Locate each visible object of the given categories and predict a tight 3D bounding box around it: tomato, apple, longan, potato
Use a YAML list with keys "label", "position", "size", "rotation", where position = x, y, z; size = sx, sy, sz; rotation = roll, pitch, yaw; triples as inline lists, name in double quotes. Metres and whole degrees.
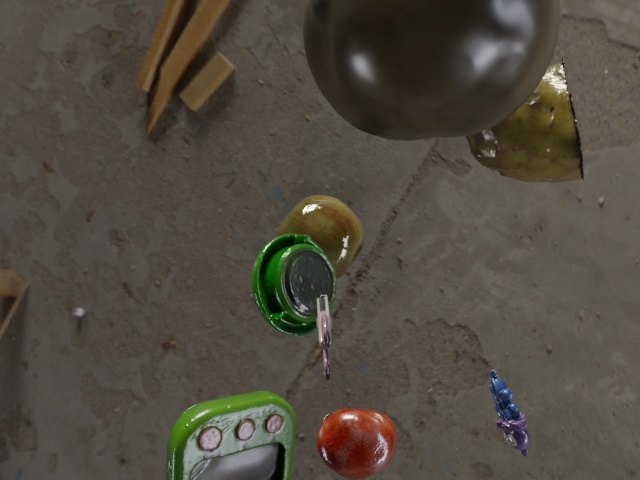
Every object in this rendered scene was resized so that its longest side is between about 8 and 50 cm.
- label: "tomato"
  position: [0.086, 0.467, 1.470]
  size: [0.187, 0.187, 0.151]
  rotation: [-23, 41, 19]
- label: "apple"
  position: [0.000, 0.000, 1.863]
  size: [0.233, 0.257, 0.257]
  rotation: [32, 98, 5]
- label: "longan"
  position: [0.138, -0.293, 0.881]
  size: [0.360, 0.361, 0.361]
  rotation: [-2, 85, 22]
- label: "potato"
  position: [0.460, -0.249, 1.460]
  size: [0.237, 0.289, 0.301]
  rotation: [-11, 56, 22]

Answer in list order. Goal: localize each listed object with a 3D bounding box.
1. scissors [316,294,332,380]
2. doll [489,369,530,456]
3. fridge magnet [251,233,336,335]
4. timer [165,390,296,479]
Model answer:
- label: "scissors"
  position: [0.005, 0.116, 0.871]
  size: [0.022, 0.176, 0.086]
  rotation: [-3, 111, -1]
- label: "doll"
  position: [0.440, 0.404, 1.491]
  size: [0.067, 0.110, 0.206]
  rotation: [-16, 73, -8]
- label: "fridge magnet"
  position: [-0.046, 0.088, 1.284]
  size: [0.088, 0.208, 0.208]
  rotation: [-13, 80, 48]
- label: "timer"
  position: [-0.092, 0.222, 0.656]
  size: [0.047, 0.140, 0.128]
  rotation: [20, 109, 53]
